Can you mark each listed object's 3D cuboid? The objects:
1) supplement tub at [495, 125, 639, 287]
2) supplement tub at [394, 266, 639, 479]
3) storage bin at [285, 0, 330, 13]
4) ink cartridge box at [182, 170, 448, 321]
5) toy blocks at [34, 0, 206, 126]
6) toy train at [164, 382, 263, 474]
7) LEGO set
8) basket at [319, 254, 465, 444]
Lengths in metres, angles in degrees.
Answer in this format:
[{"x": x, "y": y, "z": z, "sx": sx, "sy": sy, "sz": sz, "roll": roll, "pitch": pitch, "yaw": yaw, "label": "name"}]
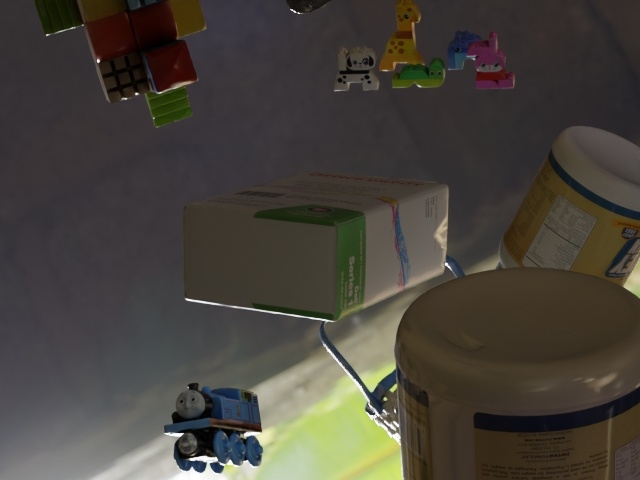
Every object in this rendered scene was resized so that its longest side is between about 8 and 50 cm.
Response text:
[{"x": 0.284, "y": -0.009, "z": 1.957, "sx": 0.144, "sy": 0.200, "sz": 0.144, "roll": 20, "pitch": -152, "yaw": -11, "label": "supplement tub"}, {"x": 0.184, "y": 0.206, "z": 1.566, "sx": 0.228, "sy": 0.228, "sz": 0.316, "roll": -99, "pitch": 5, "yaw": -66, "label": "supplement tub"}, {"x": -0.029, "y": -0.238, "z": 1.251, "sx": 0.091, "sy": 0.098, "sz": 0.135, "roll": 54, "pitch": 178, "yaw": 38, "label": "storage bin"}, {"x": 0.000, "y": 0.000, "z": 2.062, "sx": 0.278, "sy": 0.201, "sz": 0.117, "roll": -19, "pitch": -67, "yaw": -58, "label": "ink cartridge box"}, {"x": -0.235, "y": -0.307, "z": 2.026, "sx": 0.261, "sy": 0.190, "sz": 0.381, "roll": -147, "pitch": 40, "yaw": -79, "label": "toy blocks"}, {"x": -0.132, "y": 0.234, "z": 2.225, "sx": 0.184, "sy": 0.080, "sz": 0.105, "roll": 23, "pitch": -124, "yaw": -67, "label": "toy train"}, {"x": 0.130, "y": -0.250, "z": 2.246, "sx": 0.087, "sy": 0.227, "sz": 0.093, "roll": -74, "pitch": -19, "yaw": -58, "label": "LEGO set"}, {"x": 0.172, "y": 0.182, "z": 2.686, "sx": 0.289, "sy": 0.255, "sz": 0.201, "roll": 53, "pitch": 156, "yaw": 18, "label": "basket"}]
